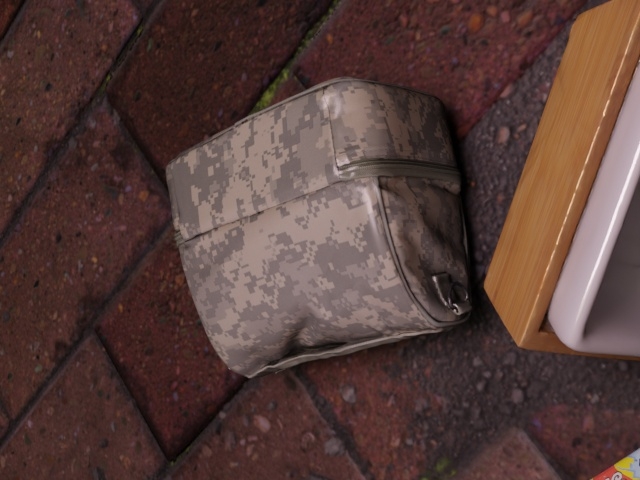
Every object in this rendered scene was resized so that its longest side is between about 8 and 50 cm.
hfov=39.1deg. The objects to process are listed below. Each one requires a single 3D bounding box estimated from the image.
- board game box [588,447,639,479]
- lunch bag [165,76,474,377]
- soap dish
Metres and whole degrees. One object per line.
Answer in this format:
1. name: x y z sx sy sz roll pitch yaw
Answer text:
1. board game box: 0.373 0.181 0.721 0.275 0.144 0.142 -44 64 26
2. lunch bag: 0.000 0.000 0.960 0.305 0.212 0.256 -18 77 35
3. soap dish: 0.272 -0.043 0.766 0.118 0.229 0.291 31 107 50
